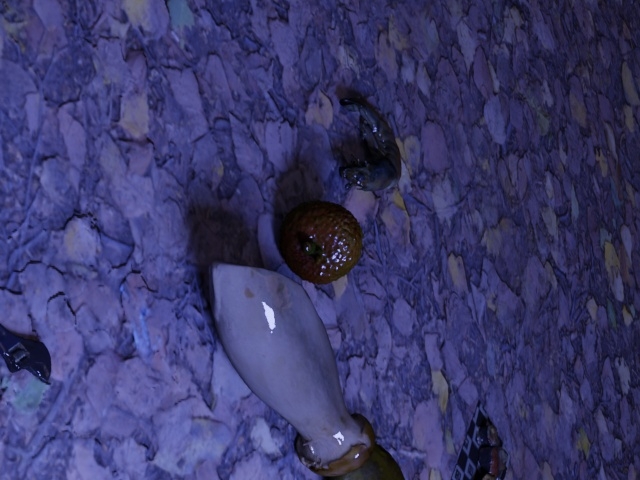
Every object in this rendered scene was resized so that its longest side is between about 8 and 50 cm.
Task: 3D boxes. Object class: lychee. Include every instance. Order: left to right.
[{"bbox_3d":[0.000,0.000,1.644,0.146,0.114,0.114,-64,134,-71],"label":"lychee"}]

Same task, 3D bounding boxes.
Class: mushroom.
[{"bbox_3d":[-0.039,0.147,1.515,0.350,0.128,0.128,62,36,-27],"label":"mushroom"}]

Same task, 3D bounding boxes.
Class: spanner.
[{"bbox_3d":[-0.329,0.071,1.203,0.208,0.012,0.046,52,40,-33],"label":"spanner"}]

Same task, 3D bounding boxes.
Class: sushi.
[{"bbox_3d":[0.272,0.373,2.002,0.139,0.031,0.201,60,37,-26],"label":"sushi"}]

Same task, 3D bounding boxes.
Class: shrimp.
[{"bbox_3d":[0.065,-0.143,1.856,0.217,0.051,0.150,-25,97,-65],"label":"shrimp"}]

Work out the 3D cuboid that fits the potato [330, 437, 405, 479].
[{"bbox_3d":[0.072,0.382,1.615,0.149,0.113,0.251,28,57,-51],"label":"potato"}]
